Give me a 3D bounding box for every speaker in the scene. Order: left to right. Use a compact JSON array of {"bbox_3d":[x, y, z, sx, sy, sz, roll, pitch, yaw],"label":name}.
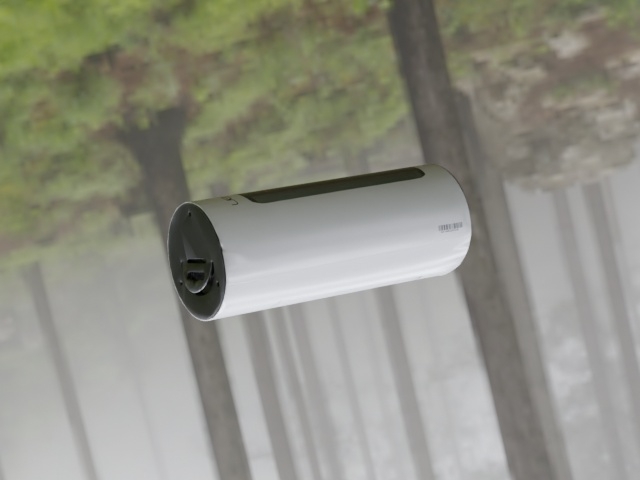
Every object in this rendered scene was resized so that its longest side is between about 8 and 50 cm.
[{"bbox_3d":[0.000,0.000,0.731,0.136,0.055,0.055,-10,-177,-31],"label":"speaker"}]
